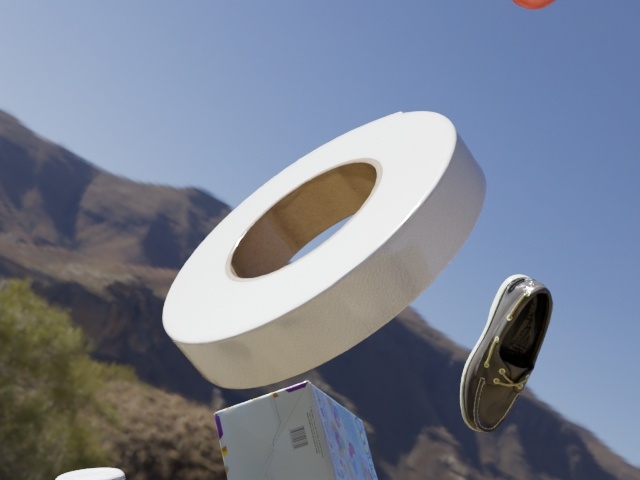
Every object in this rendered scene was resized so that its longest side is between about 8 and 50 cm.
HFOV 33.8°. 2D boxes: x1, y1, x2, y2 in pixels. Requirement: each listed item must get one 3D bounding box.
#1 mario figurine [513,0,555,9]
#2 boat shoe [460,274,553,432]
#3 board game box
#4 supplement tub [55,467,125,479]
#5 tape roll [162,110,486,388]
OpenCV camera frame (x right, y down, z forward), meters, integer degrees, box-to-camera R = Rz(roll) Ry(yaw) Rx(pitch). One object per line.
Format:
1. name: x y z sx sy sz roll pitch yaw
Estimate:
1. mario figurine: 0.340 -0.458 1.485 0.198 0.170 0.320 58 -15 2
2. boat shoe: 0.254 0.161 1.438 0.081 0.227 0.069 15 5 -19
3. board game box: -0.023 0.312 1.475 0.142 0.144 0.275 -20 -25 10
4. supplement tub: -0.223 0.282 1.034 0.071 0.107 0.071 -4 -2 0
5. tape roll: 0.000 0.000 1.161 0.072 0.392 0.392 53 -19 -21
